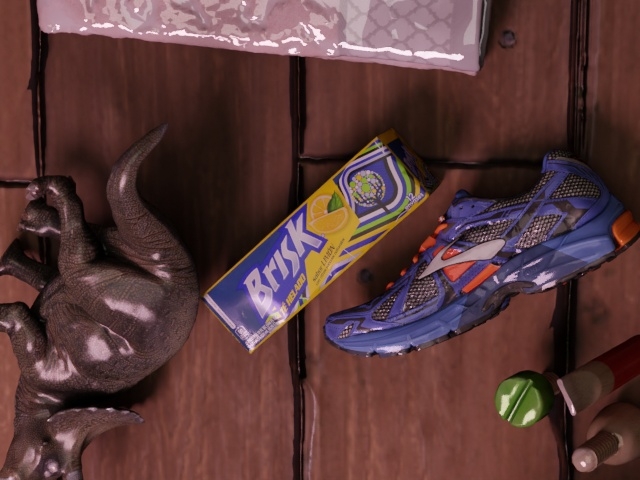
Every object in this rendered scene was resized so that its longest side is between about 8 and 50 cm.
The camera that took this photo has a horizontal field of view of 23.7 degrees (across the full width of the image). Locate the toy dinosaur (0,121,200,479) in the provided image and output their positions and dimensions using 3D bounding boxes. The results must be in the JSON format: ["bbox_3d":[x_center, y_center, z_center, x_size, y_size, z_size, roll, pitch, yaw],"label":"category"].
[{"bbox_3d":[-0.149,0.041,1.045,0.160,0.121,0.313,34,114,-4],"label":"toy dinosaur"}]

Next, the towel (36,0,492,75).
[{"bbox_3d":[-0.027,-0.282,0.983,0.317,0.053,0.331,8,103,10],"label":"towel"}]

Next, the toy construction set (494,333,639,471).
[{"bbox_3d":[0.148,0.228,0.940,0.258,0.237,0.308,1,98,31],"label":"toy construction set"}]

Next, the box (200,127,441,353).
[{"bbox_3d":[0.000,0.000,1.033,0.169,0.059,0.054,-42,89,16],"label":"box"}]

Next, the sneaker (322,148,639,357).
[{"bbox_3d":[0.098,0.013,1.016,0.221,0.083,0.087,-27,82,10],"label":"sneaker"}]
